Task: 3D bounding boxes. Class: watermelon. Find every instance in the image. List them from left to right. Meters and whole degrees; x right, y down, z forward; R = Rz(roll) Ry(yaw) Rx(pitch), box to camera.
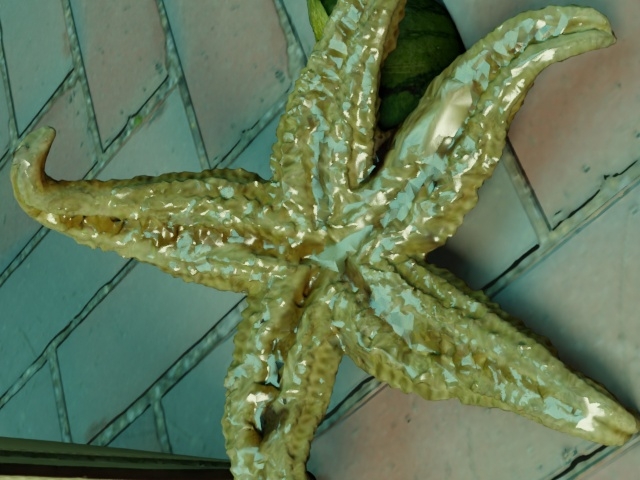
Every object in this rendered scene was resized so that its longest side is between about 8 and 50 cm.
[{"bbox_3d":[0.045,-0.101,0.726,0.092,0.075,0.181,83,170,-53],"label":"watermelon"}]

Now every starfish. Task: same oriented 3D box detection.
[{"bbox_3d":[0.000,0.001,0.632,0.327,0.094,0.375,3,82,12],"label":"starfish"}]

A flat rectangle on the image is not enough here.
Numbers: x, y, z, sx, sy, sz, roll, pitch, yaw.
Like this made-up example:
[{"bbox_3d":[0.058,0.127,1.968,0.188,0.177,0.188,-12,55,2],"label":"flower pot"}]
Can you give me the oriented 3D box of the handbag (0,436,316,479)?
[{"bbox_3d":[-0.210,0.183,0.673,0.237,0.358,0.160,0,80,49],"label":"handbag"}]
